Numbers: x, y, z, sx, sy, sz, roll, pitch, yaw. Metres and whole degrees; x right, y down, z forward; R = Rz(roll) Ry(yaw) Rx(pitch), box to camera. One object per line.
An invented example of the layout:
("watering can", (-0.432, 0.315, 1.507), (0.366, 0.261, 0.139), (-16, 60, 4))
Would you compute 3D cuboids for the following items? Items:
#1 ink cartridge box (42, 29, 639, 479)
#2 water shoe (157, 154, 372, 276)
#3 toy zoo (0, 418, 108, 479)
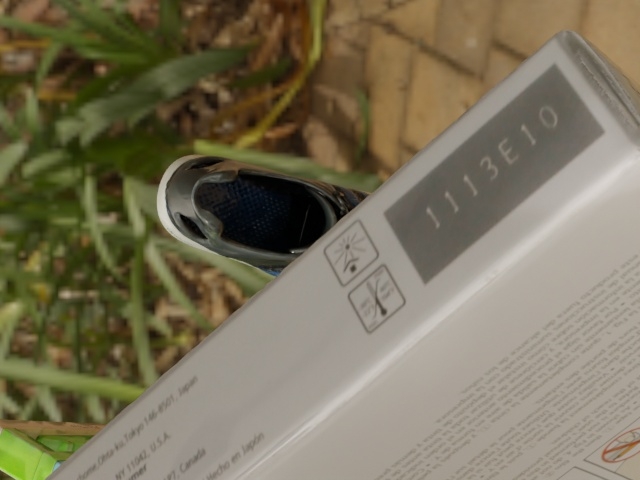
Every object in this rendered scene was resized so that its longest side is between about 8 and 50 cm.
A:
("ink cartridge box", (0.056, 0.074, 0.563), (0.275, 0.239, 0.060), (-41, 54, 18))
("water shoe", (0.000, 0.000, 0.933), (0.080, 0.203, 0.073), (14, 92, 63))
("toy zoo", (-0.072, 0.196, 1.063), (0.293, 0.192, 0.030), (23, 95, 31))
